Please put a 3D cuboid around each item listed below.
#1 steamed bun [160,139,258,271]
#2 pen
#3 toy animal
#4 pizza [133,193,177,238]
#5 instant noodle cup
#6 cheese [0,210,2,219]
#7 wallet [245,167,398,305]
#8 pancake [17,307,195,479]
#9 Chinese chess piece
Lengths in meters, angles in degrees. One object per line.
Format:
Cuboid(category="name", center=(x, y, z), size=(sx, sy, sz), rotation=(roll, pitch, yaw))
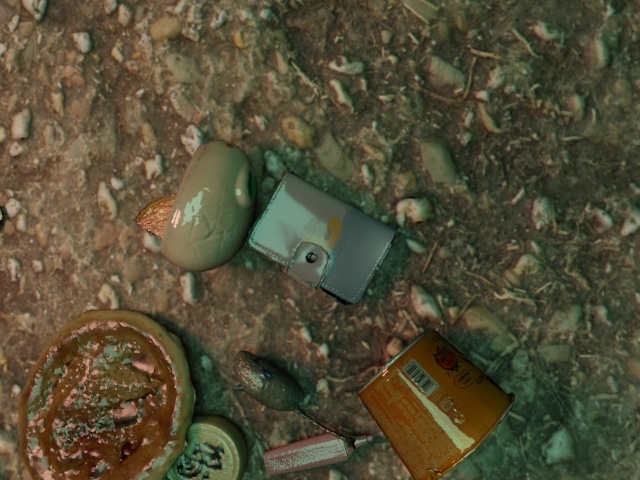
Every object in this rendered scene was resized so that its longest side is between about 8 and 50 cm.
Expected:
Cuboid(category="steamed bun", center=(-0.175, -0.053, 0.954), size=(0.130, 0.177, 0.228), rotation=(20, 81, -5))
Cuboid(category="pen", center=(-0.002, 0.367, 0.986), size=(0.197, 0.032, 0.053), rotation=(-15, 85, 6))
Cuboid(category="toy animal", center=(-0.050, 0.280, 0.970), size=(0.253, 0.079, 0.070), rotation=(37, 111, 7))
Cuboid(category="pizza", center=(-0.295, -0.040, 1.037), size=(0.099, 0.029, 0.100), rotation=(2, 84, 12))
Cuboid(category="instant noodle cup", center=(0.174, 0.255, 0.901), size=(0.216, 0.216, 0.172), rotation=(-42, 76, 1))
Cuboid(category="cheese", center=(-0.655, -0.033, 1.060), size=(0.120, 0.026, 0.067), rotation=(-21, 85, 3))
Cuboid(category="wallet", center=(0.000, 0.000, 0.976), size=(0.231, 0.069, 0.170), rotation=(30, 87, -8))
Cuboid(category="pancake", center=(-0.378, 0.291, 0.989), size=(0.356, 0.065, 0.356), rotation=(-2, 78, 10))
Cuboid(category="Chinese chess piece", center=(-0.200, 0.379, 0.985), size=(0.144, 0.058, 0.144), rotation=(0, 87, 5))
